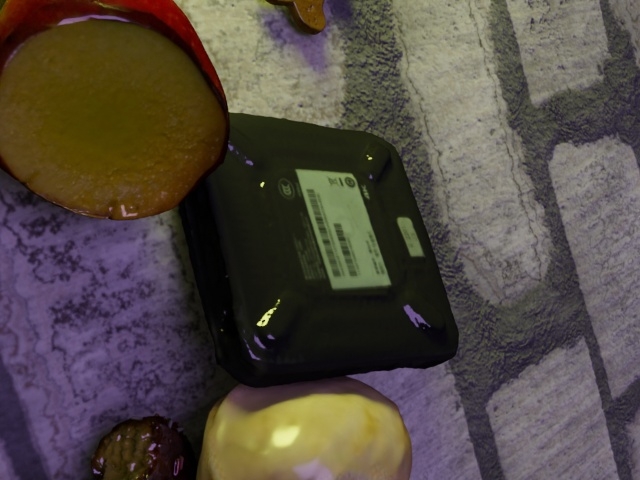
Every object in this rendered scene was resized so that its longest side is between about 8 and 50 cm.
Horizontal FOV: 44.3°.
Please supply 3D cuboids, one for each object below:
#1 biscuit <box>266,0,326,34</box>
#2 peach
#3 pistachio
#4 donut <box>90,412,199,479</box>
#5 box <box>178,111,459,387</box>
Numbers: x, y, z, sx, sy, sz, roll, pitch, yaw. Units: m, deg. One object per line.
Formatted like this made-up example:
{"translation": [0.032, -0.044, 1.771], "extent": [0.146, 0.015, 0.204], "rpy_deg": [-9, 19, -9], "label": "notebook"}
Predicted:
{"translation": [-0.015, -0.397, 1.114], "extent": [0.138, 0.031, 0.205], "rpy_deg": [31, 69, -31], "label": "biscuit"}
{"translation": [-0.218, -0.160, 0.814], "extent": [0.275, 0.249, 0.245], "rpy_deg": [42, 40, -36], "label": "peach"}
{"translation": [-0.020, 0.258, 0.917], "extent": [0.309, 0.230, 0.229], "rpy_deg": [-10, 92, -63], "label": "pistachio"}
{"translation": [-0.211, 0.305, 0.831], "extent": [0.230, 0.096, 0.216], "rpy_deg": [-63, 144, -50], "label": "donut"}
{"translation": [0.000, 0.000, 0.988], "extent": [0.350, 0.091, 0.359], "rpy_deg": [0, 63, -36], "label": "box"}
